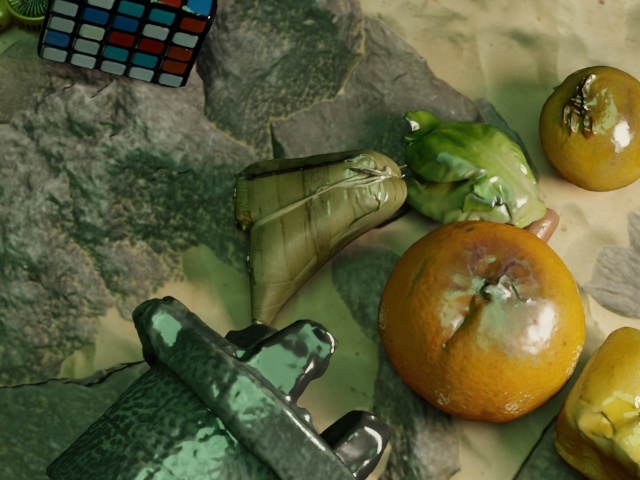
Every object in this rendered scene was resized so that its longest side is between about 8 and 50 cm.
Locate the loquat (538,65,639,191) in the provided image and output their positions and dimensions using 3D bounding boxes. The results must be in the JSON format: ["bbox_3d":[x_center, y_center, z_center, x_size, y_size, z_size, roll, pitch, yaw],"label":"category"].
[{"bbox_3d":[0.317,-0.127,1.881,0.141,0.141,0.141,0,66,0],"label":"loquat"}]

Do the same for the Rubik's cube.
[{"bbox_3d":[-0.212,-0.307,1.912,0.187,0.182,0.184,12,64,-13],"label":"Rubik's cube"}]

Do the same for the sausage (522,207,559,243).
[{"bbox_3d":[0.239,-0.002,1.877,0.034,0.034,0.083,31,70,13],"label":"sausage"}]

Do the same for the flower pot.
[{"bbox_3d":[-0.103,0.198,1.639,0.283,0.299,0.299,-44,73,-11],"label":"flower pot"}]

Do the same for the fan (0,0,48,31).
[{"bbox_3d":[-0.374,-0.277,1.995,0.155,0.039,0.082,-22,69,-10],"label":"fan"}]

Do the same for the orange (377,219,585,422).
[{"bbox_3d":[0.171,0.082,1.764,0.224,0.170,0.224,1,64,-1],"label":"orange"}]

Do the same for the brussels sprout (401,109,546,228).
[{"bbox_3d":[0.170,-0.080,1.879,0.181,0.100,0.139,25,49,33],"label":"brussels sprout"}]

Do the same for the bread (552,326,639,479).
[{"bbox_3d":[0.394,0.218,1.717,0.294,0.132,0.167,35,61,15],"label":"bread"}]

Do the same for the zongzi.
[{"bbox_3d":[0.000,0.000,1.831,0.194,0.099,0.197,-10,71,21],"label":"zongzi"}]
